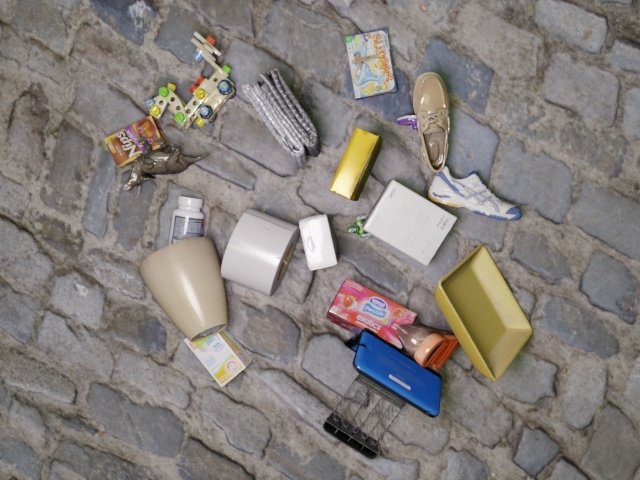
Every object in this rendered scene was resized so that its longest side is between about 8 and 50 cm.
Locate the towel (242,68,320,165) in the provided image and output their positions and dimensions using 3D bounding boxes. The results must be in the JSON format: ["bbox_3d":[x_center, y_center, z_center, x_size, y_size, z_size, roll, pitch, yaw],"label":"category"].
[{"bbox_3d":[-0.107,-0.381,1.779,0.121,0.235,0.283,-35,90,4],"label":"towel"}]

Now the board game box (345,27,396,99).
[{"bbox_3d":[0.163,-0.567,1.836,0.136,0.035,0.201,-10,92,7],"label":"board game box"}]

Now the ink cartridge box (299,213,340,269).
[{"bbox_3d":[0.000,0.000,1.797,0.092,0.218,0.158,-12,92,7],"label":"ink cartridge box"}]

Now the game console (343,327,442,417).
[{"bbox_3d":[0.206,0.418,1.745,0.293,0.250,0.173,32,122,-4],"label":"game console"}]

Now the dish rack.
[{"bbox_3d":[0.156,0.558,1.864,0.208,0.074,0.271,31,111,2],"label":"dish rack"}]

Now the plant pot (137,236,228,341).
[{"bbox_3d":[-0.403,0.169,1.799,0.257,0.256,0.274,-29,74,7],"label":"plant pot"}]

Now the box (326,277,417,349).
[{"bbox_3d":[0.159,0.242,1.824,0.257,0.122,0.128,27,70,4],"label":"box"}]

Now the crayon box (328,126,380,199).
[{"bbox_3d":[0.109,-0.225,1.721,0.081,0.318,0.202,25,95,4],"label":"crayon box"}]

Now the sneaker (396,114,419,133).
[{"bbox_3d":[0.325,-0.361,1.817,0.170,0.068,0.071,13,100,5],"label":"sneaker"}]

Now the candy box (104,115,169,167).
[{"bbox_3d":[-0.621,-0.332,1.929,0.187,0.053,0.109,-25,92,9],"label":"candy box"}]

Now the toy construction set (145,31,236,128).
[{"bbox_3d":[-0.409,-0.501,1.856,0.215,0.151,0.327,40,108,3],"label":"toy construction set"}]

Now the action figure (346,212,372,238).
[{"bbox_3d":[0.198,-0.061,1.854,0.232,0.063,0.137,-16,95,10],"label":"action figure"}]

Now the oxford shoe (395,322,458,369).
[{"bbox_3d":[0.331,0.304,1.733,0.133,0.364,0.130,37,92,28],"label":"oxford shoe"}]

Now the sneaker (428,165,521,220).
[{"bbox_3d":[0.495,-0.148,1.788,0.297,0.112,0.130,17,95,4],"label":"sneaker"}]

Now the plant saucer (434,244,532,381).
[{"bbox_3d":[0.486,0.218,1.745,0.081,0.333,0.332,-30,89,42],"label":"plant saucer"}]

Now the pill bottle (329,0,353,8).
[{"bbox_3d":[0.118,-0.897,1.745,0.188,0.188,0.334,34,96,3],"label":"pill bottle"}]

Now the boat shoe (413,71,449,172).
[{"bbox_3d":[0.346,-0.358,1.739,0.109,0.098,0.302,-6,115,3],"label":"boat shoe"}]

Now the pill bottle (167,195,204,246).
[{"bbox_3d":[-0.444,-0.055,1.898,0.108,0.108,0.180,10,95,6],"label":"pill bottle"}]

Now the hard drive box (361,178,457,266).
[{"bbox_3d":[0.272,-0.057,1.771,0.232,0.089,0.181,31,97,-3],"label":"hard drive box"}]

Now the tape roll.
[{"bbox_3d":[-0.187,0.037,1.807,0.169,0.246,0.246,22,96,4],"label":"tape roll"}]

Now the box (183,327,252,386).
[{"bbox_3d":[-0.340,0.370,1.914,0.114,0.103,0.203,-39,89,7],"label":"box"}]

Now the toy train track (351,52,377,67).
[{"bbox_3d":[0.140,-0.576,1.814,0.083,0.014,0.048,-14,85,2],"label":"toy train track"}]

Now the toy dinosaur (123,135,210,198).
[{"bbox_3d":[-0.519,-0.266,1.890,0.314,0.160,0.121,-18,67,-4],"label":"toy dinosaur"}]
